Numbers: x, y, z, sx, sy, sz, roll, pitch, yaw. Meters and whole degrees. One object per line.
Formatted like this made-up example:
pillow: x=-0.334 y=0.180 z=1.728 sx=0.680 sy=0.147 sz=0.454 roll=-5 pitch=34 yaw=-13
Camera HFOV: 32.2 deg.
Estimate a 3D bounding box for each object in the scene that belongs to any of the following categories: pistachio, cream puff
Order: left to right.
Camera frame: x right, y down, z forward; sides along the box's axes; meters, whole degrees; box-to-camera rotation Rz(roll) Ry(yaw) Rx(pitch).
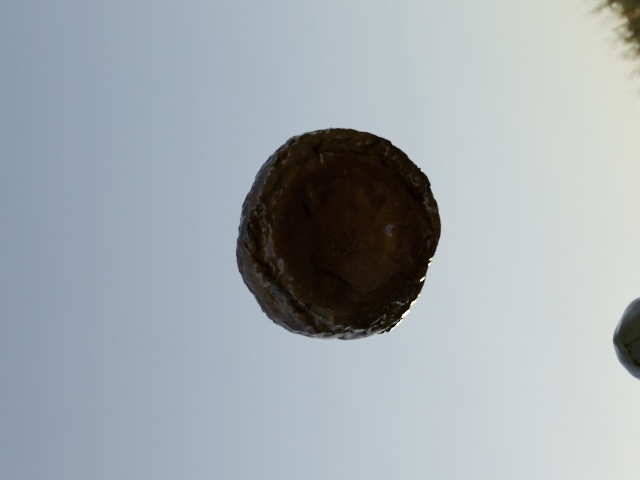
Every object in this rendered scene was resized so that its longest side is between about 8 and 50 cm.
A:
cream puff: x=0.000 y=0.000 z=0.984 sx=0.183 sy=0.183 sz=0.169 roll=65 pitch=164 yaw=-3
pistachio: x=0.348 y=0.104 z=1.106 sx=0.189 sy=0.110 sz=0.100 roll=35 pitch=-121 yaw=-73
